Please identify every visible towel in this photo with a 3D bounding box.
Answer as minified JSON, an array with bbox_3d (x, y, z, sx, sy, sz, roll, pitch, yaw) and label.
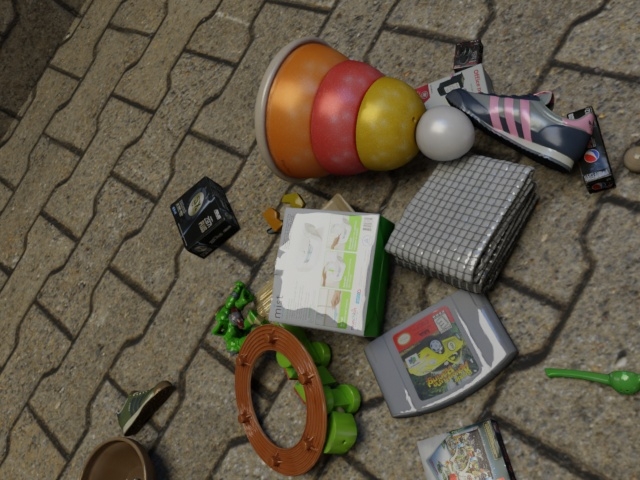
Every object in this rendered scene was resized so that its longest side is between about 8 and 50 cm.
[{"bbox_3d":[0.304,-0.043,1.318,0.235,0.121,0.284,21,73,44],"label":"towel"}]

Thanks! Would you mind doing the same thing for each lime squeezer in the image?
[{"bbox_3d":[0.570,0.211,1.109,0.310,0.059,0.110,-33,25,18],"label":"lime squeezer"}]

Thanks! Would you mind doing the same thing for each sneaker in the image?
[{"bbox_3d":[-0.480,0.427,1.657,0.192,0.064,0.086,-49,58,9],"label":"sneaker"},{"bbox_3d":[0.414,-0.264,1.294,0.319,0.112,0.131,37,100,27],"label":"sneaker"}]

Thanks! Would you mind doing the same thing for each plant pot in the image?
[{"bbox_3d":[-0.488,0.620,1.556,0.237,0.110,0.237,-13,64,28],"label":"plant pot"}]

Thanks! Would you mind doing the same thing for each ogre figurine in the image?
[{"bbox_3d":[-0.206,0.202,1.553,0.118,0.097,0.197,-44,65,15],"label":"ogre figurine"}]

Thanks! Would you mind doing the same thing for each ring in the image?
[{"bbox_3d":[-0.105,0.355,1.380,0.336,0.032,0.337,5,96,50],"label":"ring"}]

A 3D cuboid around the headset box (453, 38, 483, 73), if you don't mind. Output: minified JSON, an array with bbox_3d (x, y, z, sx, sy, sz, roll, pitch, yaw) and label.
[{"bbox_3d":[0.360,-0.443,1.512,0.062,0.032,0.083,0,69,32],"label":"headset box"}]

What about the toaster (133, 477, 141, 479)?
[{"bbox_3d":[-0.328,0.633,1.414,0.185,0.168,0.110,18,82,35],"label":"toaster"}]

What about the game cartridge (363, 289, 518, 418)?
[{"bbox_3d":[0.246,0.241,1.291,0.294,0.060,0.196,-34,60,16],"label":"game cartridge"}]

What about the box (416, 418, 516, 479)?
[{"bbox_3d":[0.290,0.475,1.169,0.159,0.044,0.233,-25,59,21],"label":"box"}]

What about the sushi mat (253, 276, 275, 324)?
[{"bbox_3d":[-0.031,0.098,1.541,0.316,0.019,0.151,-42,56,11],"label":"sushi mat"}]

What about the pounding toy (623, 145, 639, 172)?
[{"bbox_3d":[0.708,-0.222,1.178,0.183,0.110,0.237,29,116,26],"label":"pounding toy"}]

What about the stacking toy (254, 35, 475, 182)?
[{"bbox_3d":[0.123,-0.263,1.412,0.480,0.350,0.351,17,80,30],"label":"stacking toy"}]

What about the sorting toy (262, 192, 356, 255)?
[{"bbox_3d":[0.000,0.000,1.501,0.229,0.041,0.307,-44,67,15],"label":"sorting toy"}]

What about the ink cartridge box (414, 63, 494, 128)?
[{"bbox_3d":[0.318,-0.321,1.462,0.175,0.072,0.127,-17,62,26],"label":"ink cartridge box"}]

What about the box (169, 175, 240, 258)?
[{"bbox_3d":[-0.330,-0.066,1.760,0.147,0.077,0.180,-37,55,14],"label":"box"}]

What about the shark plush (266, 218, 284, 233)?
[{"bbox_3d":[-0.085,-0.024,1.602,0.161,0.073,0.067,0,92,29],"label":"shark plush"}]

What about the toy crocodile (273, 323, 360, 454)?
[{"bbox_3d":[-0.018,0.315,1.385,0.105,0.115,0.340,-55,51,23],"label":"toy crocodile"}]

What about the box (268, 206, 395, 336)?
[{"bbox_3d":[0.024,0.070,1.376,0.231,0.127,0.262,4,82,24],"label":"box"}]

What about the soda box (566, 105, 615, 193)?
[{"bbox_3d":[0.553,-0.186,1.267,0.053,0.060,0.169,-17,62,28],"label":"soda box"}]
